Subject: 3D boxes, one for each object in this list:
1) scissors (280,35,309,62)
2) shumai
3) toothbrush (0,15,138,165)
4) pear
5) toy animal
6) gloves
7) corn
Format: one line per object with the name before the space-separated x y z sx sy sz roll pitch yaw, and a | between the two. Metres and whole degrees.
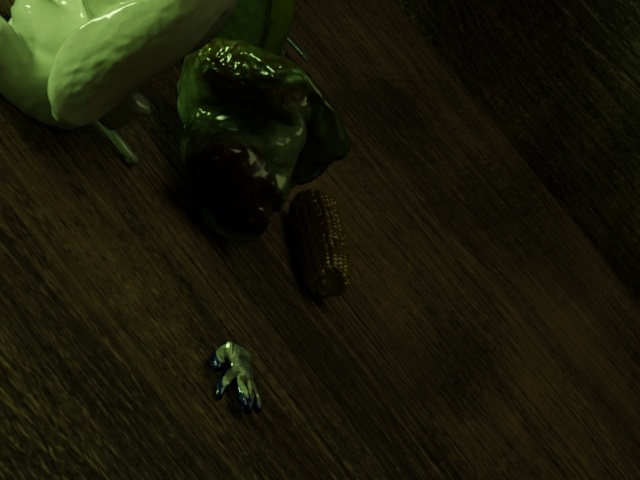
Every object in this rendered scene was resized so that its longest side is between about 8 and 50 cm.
scissors | -0.151 -0.444 2.507 0.383 0.029 0.256 51 16 9
shumai | -0.111 -0.109 1.790 0.222 0.204 0.272 48 -18 -14
toothbrush | -0.301 -0.196 1.631 0.304 0.030 0.030 50 17 -10
pear | -0.098 -0.353 2.111 0.239 0.139 0.288 -42 118 -77
toy animal | -0.190 -0.244 1.545 0.206 0.265 0.272 48 27 -18
gloves | -0.085 0.135 1.474 0.064 0.026 0.086 32 29 -41
corn | 0.000 0.000 1.895 0.068 0.068 0.207 40 19 -29
